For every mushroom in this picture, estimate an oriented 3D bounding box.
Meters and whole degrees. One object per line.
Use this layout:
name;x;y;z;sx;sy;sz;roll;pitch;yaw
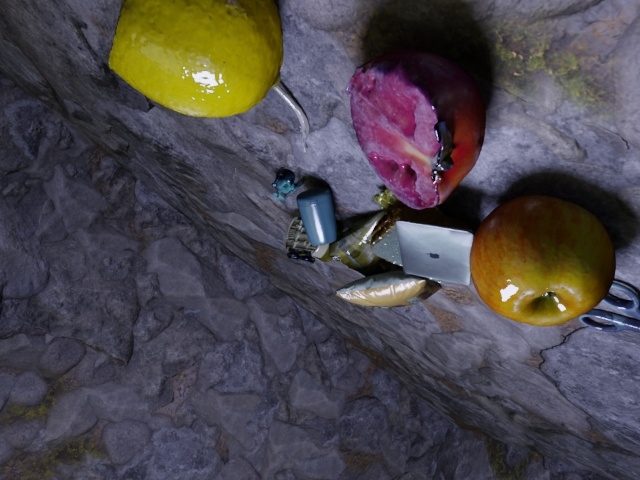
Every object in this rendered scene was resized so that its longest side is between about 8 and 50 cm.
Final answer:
mushroom;-0.077;-0.352;1.243;0.068;0.043;0.306;40;169;44

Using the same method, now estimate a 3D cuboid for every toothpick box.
toothpick box;-0.006;-0.078;1.518;0.120;0.120;0.184;9;119;50

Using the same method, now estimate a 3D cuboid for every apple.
apple;0.464;0.055;0.968;0.301;0.301;0.301;30;159;13

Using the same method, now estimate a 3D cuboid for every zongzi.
zongzi;0.200;0.017;1.548;0.250;0.125;0.274;28;132;-31

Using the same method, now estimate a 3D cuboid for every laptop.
laptop;0.298;0.035;1.165;0.187;0.015;0.269;10;151;22

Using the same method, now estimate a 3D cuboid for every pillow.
pillow;0.246;0.173;1.552;0.312;0.119;0.310;-12;162;23

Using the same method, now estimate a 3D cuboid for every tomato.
tomato;0.196;-0.243;0.881;0.289;0.176;0.335;46;164;35

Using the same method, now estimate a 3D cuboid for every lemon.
lemon;-0.235;-0.421;0.937;0.364;0.364;0.364;30;159;13

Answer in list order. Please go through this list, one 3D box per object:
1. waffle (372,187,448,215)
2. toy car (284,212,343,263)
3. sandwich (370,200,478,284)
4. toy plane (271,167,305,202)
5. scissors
waffle;0.260;-0.085;1.275;0.214;0.054;0.208;37;157;-24
toy car;0.000;0.000;1.734;0.198;0.204;0.248;20;172;-35
sandwich;0.299;0.015;1.257;0.301;0.099;0.271;22;154;-5
toy plane;-0.131;-0.200;1.635;0.096;0.060;0.235;27;158;-16
scissors;0.850;0.224;1.082;0.383;0.029;0.256;23;157;27
